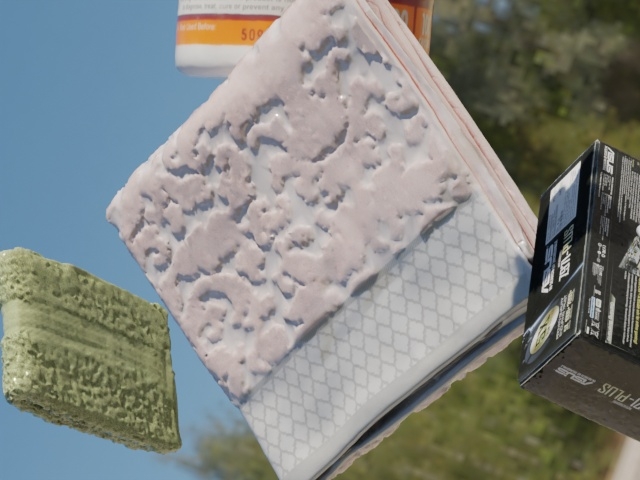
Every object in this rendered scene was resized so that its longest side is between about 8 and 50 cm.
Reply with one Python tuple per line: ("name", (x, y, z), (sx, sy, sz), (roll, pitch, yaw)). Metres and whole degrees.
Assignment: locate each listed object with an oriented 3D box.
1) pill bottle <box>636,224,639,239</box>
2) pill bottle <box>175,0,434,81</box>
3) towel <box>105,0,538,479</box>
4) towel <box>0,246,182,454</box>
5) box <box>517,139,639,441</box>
("pill bottle", (0.334, -0.030, 0.920), (0.334, 0.188, 0.188), (-31, -5, 7))
("pill bottle", (-0.002, -0.329, 1.621), (0.224, 0.224, 0.392), (-17, -68, -80))
("towel", (0.000, 0.000, 1.492), (0.332, 0.317, 0.053), (-43, -17, 32))
("towel", (-0.139, 0.070, 1.133), (0.148, 0.027, 0.110), (26, -135, -47))
("box", (0.226, 0.042, 1.310), (0.077, 0.147, 0.180), (-50, 22, 47))
